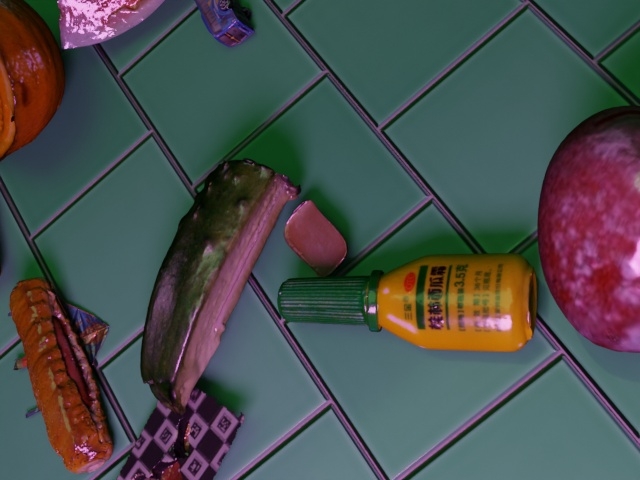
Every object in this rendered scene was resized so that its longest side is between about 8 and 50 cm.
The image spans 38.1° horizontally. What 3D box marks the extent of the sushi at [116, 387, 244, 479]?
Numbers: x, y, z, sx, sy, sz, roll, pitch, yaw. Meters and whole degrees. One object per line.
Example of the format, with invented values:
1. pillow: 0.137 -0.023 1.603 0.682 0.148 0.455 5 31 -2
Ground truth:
1. sushi: -0.176 0.279 1.152 0.139 0.031 0.201 26 86 37

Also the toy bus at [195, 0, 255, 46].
1. toy bus: -0.150 -0.350 1.351 0.061 0.051 0.153 -38 61 22

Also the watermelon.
1. watermelon: -0.298 -0.444 1.385 0.260 0.176 0.256 -15 78 4

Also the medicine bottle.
1. medicine bottle: 0.096 0.071 1.080 0.308 0.076 0.111 -2 72 25

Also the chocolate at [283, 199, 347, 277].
1. chocolate: 0.000 0.000 1.169 0.100 0.031 0.065 45 108 31

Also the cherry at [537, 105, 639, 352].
1. cherry: 0.342 -0.027 0.928 0.236 0.212 0.286 27 109 48

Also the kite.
1. kite: -0.362 0.149 1.294 0.160 0.010 0.183 -23 68 12

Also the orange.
1. orange: -0.508 -0.254 1.362 0.274 0.274 0.310 -48 25 3

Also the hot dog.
1. hot dog: -0.356 0.174 1.242 0.083 0.068 0.289 -34 67 14

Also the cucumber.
1. cucumber: -0.156 0.049 1.169 0.145 0.105 0.326 17 77 33
